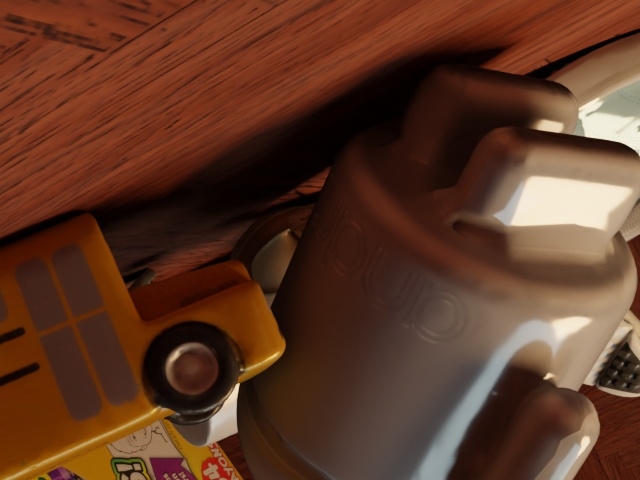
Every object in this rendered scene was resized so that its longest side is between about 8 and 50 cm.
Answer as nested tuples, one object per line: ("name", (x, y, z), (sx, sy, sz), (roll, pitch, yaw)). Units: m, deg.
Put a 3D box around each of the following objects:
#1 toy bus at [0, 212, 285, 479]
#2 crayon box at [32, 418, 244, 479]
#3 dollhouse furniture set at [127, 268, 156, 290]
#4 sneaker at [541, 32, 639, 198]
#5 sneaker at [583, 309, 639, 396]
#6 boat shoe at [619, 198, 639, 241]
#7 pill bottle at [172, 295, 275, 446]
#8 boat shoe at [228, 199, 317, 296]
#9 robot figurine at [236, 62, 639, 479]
("toy bus", (-0.192, 0.086, 0.640), (0.332, 0.130, 0.108), (-24, 172, -12))
("crayon box", (-0.201, 0.317, 1.222), (0.106, 0.363, 0.313), (-40, 173, 27))
("dollhouse furniture set", (-0.159, 0.051, 0.817), (0.161, 0.101, 0.182), (-50, -173, -31))
("sneaker", (0.264, -0.081, 0.912), (0.365, 0.150, 0.135), (-23, 172, -16))
("sneaker", (0.230, 0.025, 1.126), (0.118, 0.292, 0.110), (-30, 158, -37))
("boat shoe", (0.276, -0.066, 1.103), (0.335, 0.121, 0.119), (-30, 178, -33))
("pill bottle", (-0.007, 0.078, 1.084), (0.301, 0.169, 0.169), (-22, 173, -28))
("boat shoe", (0.000, 0.000, 0.909), (0.059, 0.063, 0.170), (5, -154, 43))
("robot figurine", (0.066, 0.064, 0.745), (0.199, 0.300, 0.354), (6, 123, -28))
